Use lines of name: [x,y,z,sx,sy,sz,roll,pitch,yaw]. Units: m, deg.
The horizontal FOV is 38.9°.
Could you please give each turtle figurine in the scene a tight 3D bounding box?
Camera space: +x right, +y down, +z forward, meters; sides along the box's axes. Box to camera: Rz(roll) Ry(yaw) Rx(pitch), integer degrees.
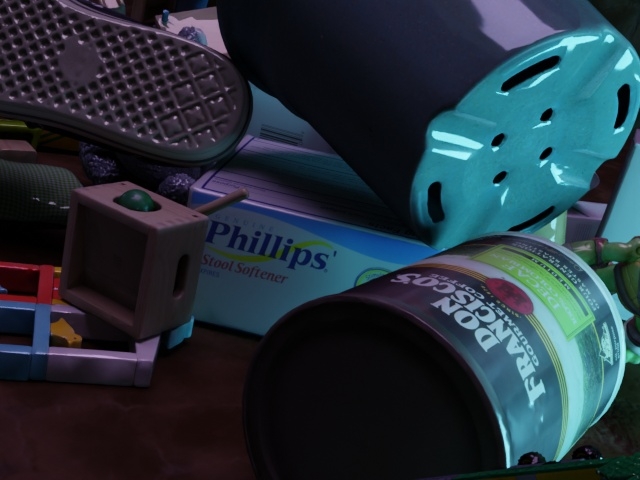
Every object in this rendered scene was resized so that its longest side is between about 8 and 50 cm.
turtle figurine: [0.304,0.093,0.961,0.198,0.274,0.266,14,-6,11]

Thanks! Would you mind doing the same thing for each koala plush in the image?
koala plush: [-0.212,-0.170,1.211,0.203,0.221,0.196,23,32,3]

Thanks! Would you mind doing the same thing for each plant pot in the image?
plant pot: [0.115,-0.186,0.909,0.341,0.341,0.334,-1,42,-34]

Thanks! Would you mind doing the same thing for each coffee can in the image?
coffee can: [0.101,0.112,0.708,0.202,0.201,0.275,23,21,28]

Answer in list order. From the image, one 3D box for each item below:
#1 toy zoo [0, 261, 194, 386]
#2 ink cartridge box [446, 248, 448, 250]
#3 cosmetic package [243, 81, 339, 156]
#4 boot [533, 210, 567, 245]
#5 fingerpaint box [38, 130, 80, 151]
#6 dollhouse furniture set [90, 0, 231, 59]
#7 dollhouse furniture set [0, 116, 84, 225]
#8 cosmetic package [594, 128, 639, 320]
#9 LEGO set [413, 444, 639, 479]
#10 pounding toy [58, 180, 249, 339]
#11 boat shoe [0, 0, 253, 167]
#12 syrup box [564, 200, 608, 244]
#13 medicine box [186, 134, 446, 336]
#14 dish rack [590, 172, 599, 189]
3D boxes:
toy zoo: [-0.267,0.072,0.855,0.293,0.030,0.192,6,20,-18]
ink cartridge box: [0.179,0.042,1.032,0.087,0.153,0.208,15,21,9]
cosmetic package: [0.004,-0.163,1.416,0.156,0.217,0.385,17,22,15]
boot: [0.210,-0.062,1.169,0.236,0.269,0.089,13,22,14]
fingerpaint box: [-0.510,-0.298,1.542,0.371,0.163,0.445,7,21,-24]
dollhouse furniture set: [-0.234,-0.312,1.482,0.286,0.198,0.303,-18,68,-25]
dollhouse furniture set: [-0.421,-0.139,1.176,0.198,0.151,0.301,-1,23,-33]
cosmetic package: [0.434,-0.021,1.233,0.107,0.238,0.127,17,19,14]
LEGO set: [0.052,0.213,0.357,0.255,0.192,0.331,-20,-9,37]
pounding toy: [-0.158,0.003,0.854,0.130,0.141,0.100,23,21,28]
boat shoe: [-0.312,-0.209,1.024,0.500,0.186,0.156,22,-5,1]
syrup box: [0.422,-0.003,1.397,0.237,0.093,0.096,4,21,-21]
medicine box: [0.000,0.000,1.043,0.264,0.149,0.289,13,19,3]
dish rack: [0.276,-0.142,1.448,0.286,0.072,0.333,24,-11,-2]
